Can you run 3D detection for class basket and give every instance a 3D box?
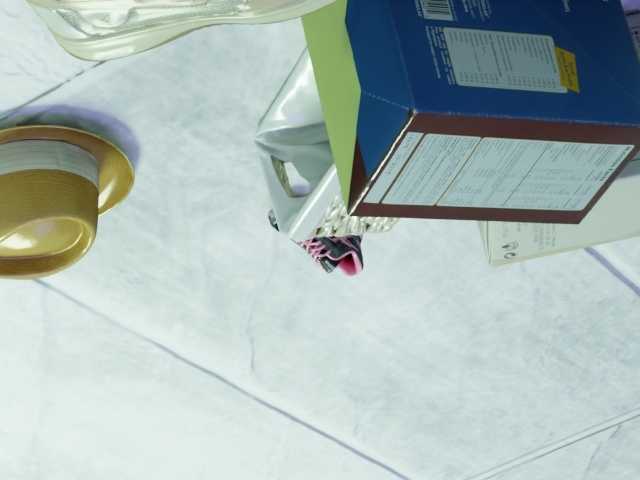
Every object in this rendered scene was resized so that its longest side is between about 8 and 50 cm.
[{"bbox_3d":[0.030,-0.087,1.625,0.103,0.113,0.167,0,148,-27],"label":"basket"}]

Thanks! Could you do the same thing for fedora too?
[{"bbox_3d":[-0.248,-0.021,1.662,0.194,0.079,0.194,-9,150,-5],"label":"fedora"}]

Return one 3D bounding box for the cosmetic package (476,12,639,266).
[{"bbox_3d":[0.271,-0.098,1.648,0.309,0.160,0.113,-11,151,-1],"label":"cosmetic package"}]

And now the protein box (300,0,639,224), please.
[{"bbox_3d":[0.115,-0.132,1.488,0.201,0.200,0.136,2,147,-24],"label":"protein box"}]

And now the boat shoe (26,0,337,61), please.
[{"bbox_3d":[-0.071,-0.213,1.384,0.302,0.109,0.098,-15,151,16],"label":"boat shoe"}]

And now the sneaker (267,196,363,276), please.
[{"bbox_3d":[0.000,0.000,1.811,0.047,0.057,0.119,-31,144,32],"label":"sneaker"}]
